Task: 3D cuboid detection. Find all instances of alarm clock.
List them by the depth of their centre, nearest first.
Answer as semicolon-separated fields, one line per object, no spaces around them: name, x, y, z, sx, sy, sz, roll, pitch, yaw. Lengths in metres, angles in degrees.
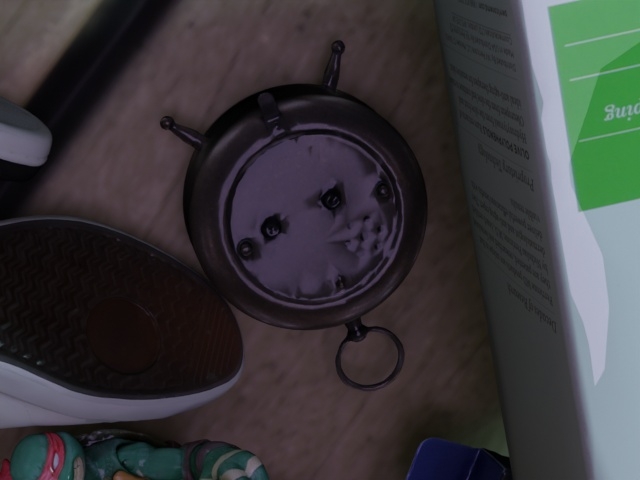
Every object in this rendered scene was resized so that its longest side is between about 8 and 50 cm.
alarm clock;0.000;0.000;0.866;0.129;0.064;0.192;-25;109;-4

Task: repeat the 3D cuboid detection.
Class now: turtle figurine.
turtle figurine;-0.090;0.157;0.850;0.234;0.118;0.175;31;115;-36

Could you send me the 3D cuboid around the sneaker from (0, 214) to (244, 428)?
sneaker;-0.188;0.052;0.840;0.290;0.123;0.106;8;61;-27

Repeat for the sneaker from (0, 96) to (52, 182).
sneaker;-0.253;-0.035;0.808;0.217;0.079;0.121;16;103;-5

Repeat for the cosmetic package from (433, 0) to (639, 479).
cosmetic package;0.183;0.031;0.735;0.197;0.155;0.366;-14;105;-6

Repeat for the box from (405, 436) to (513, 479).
box;0.135;0.201;0.926;0.225;0.036;0.136;16;100;-25
